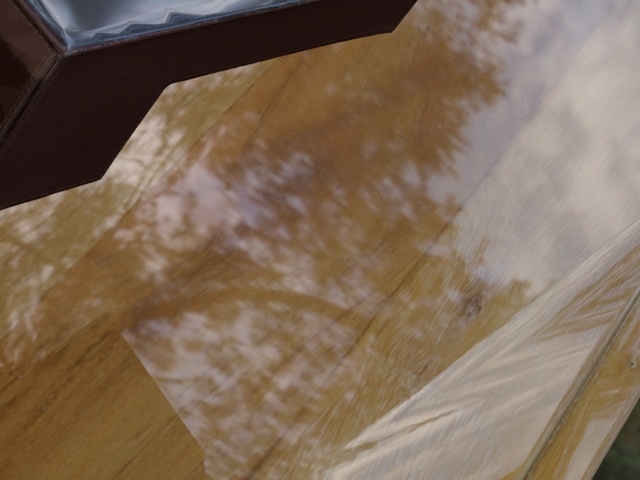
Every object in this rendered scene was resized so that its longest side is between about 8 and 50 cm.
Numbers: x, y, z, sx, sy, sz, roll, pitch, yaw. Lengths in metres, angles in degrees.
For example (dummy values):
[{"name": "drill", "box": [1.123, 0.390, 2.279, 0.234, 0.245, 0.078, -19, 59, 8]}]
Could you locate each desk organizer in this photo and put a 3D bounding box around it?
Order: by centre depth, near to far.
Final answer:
[{"name": "desk organizer", "box": [-0.034, -0.048, 0.402, 0.047, 0.050, 0.130, 49, 35, 15]}]

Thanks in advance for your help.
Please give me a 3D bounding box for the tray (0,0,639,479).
[{"name": "tray", "box": [0.000, 0.000, 0.565, 0.203, 0.076, 0.411, 33, 46, 7]}]
